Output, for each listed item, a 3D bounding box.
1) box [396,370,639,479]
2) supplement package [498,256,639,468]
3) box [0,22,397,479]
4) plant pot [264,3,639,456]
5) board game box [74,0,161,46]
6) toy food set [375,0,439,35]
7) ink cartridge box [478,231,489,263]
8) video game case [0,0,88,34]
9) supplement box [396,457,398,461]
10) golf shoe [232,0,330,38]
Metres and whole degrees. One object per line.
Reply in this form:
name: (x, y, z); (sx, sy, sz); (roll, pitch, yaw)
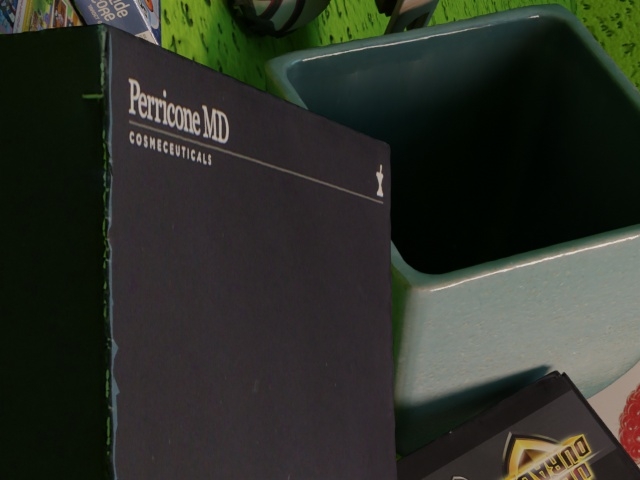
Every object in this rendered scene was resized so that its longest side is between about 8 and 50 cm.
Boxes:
box: (0.132, 0.264, 1.122); (0.295, 0.073, 0.293); (-24, 67, -34)
supplement package: (0.258, 0.142, 1.465); (0.175, 0.177, 0.293); (28, 56, -69)
box: (-0.094, 0.097, 0.749); (0.343, 0.179, 0.313); (15, 74, -71)
plant pot: (0.107, 0.015, 1.295); (0.252, 0.247, 0.247); (97, -28, -43)
board game box: (-0.145, -0.217, 1.013); (0.136, 0.035, 0.201); (-97, 166, -48)
toy food set: (0.022, -0.295, 1.414); (0.220, 0.092, 0.306); (113, -37, -74)
ink cartridge box: (0.127, 0.025, 1.613); (0.306, 0.131, 0.226); (-46, 125, -67)
video game case: (-0.175, -0.085, 0.902); (0.193, 0.023, 0.212); (59, 26, -49)
supplement box: (0.020, 0.189, 1.275); (0.233, 0.080, 0.078); (53, 32, -52)
golf shoe: (-0.021, -0.222, 1.309); (0.273, 0.120, 0.105); (22, 58, -71)
